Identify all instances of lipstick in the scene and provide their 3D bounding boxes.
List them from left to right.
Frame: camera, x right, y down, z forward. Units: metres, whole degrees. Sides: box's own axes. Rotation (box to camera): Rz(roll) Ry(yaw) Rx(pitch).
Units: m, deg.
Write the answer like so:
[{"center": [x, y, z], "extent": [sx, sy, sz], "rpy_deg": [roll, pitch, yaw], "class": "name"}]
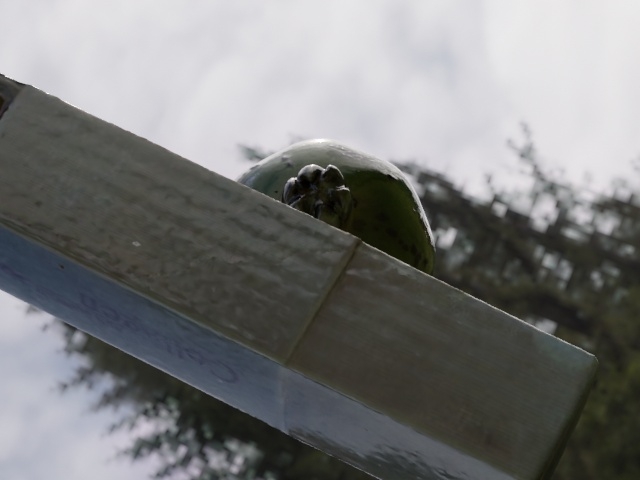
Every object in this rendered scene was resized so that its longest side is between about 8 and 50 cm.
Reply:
[{"center": [-0.055, 0.020, 0.849], "extent": [0.080, 0.371, 0.076], "rpy_deg": [-57, -15, -29], "class": "lipstick"}]

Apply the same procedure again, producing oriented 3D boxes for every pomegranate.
[{"center": [0.000, 0.000, 1.384], "extent": [0.180, 0.180, 0.209], "rpy_deg": [-60, -8, -15], "class": "pomegranate"}]
